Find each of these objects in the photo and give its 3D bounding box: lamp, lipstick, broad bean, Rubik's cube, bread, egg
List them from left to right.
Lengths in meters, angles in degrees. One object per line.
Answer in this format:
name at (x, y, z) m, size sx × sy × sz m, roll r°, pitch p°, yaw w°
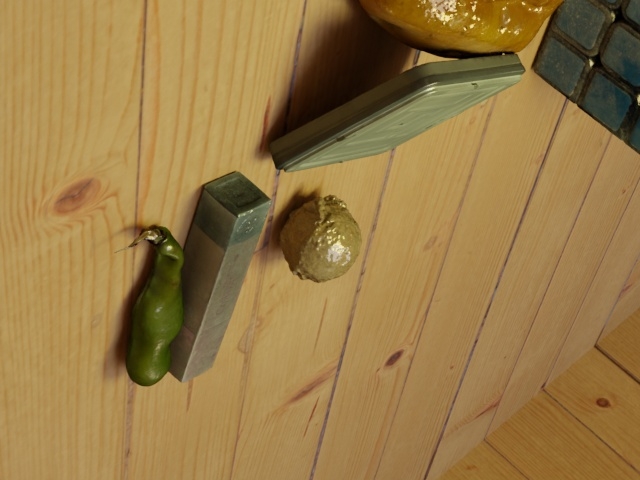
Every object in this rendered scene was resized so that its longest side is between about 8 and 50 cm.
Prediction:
broad bean at (-0.217, 0.084, 1.795) m, size 0.098 × 0.056 × 0.318 m, roll -30°, pitch 147°, yaw -24°
lipstick at (-0.146, 0.054, 1.849) m, size 0.066 × 0.068 × 0.317 m, roll -28°, pitch 149°, yaw -42°
egg at (0.000, 0.000, 1.980) m, size 0.116 × 0.118 × 0.140 m, roll -1°, pitch 160°, yaw -1°
lamp at (0.101, -0.167, 1.814) m, size 0.266 × 0.047 × 0.269 m, roll -27°, pitch 173°, yaw 36°
bread at (0.216, -0.367, 1.726) m, size 0.337 × 0.148 × 0.328 m, roll -57°, pitch 156°, yaw 17°
Rubik's cube at (0.566, -0.342, 2.202) m, size 0.304 × 0.301 × 0.305 m, roll -31°, pitch 153°, yaw -35°
